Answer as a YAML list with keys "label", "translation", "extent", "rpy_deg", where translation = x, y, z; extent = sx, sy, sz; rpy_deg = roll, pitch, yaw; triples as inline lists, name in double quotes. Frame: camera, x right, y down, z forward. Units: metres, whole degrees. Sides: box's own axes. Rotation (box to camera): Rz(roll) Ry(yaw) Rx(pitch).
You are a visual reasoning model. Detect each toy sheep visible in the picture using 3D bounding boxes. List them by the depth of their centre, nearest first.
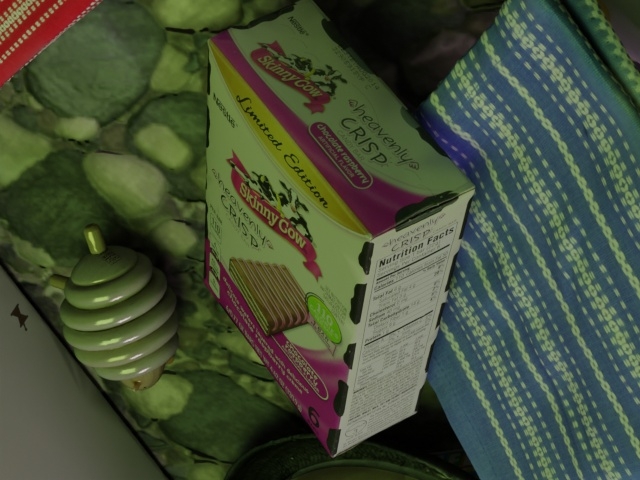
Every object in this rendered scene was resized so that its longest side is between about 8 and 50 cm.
- label: "toy sheep"
  translation: [-0.143, 0.048, 1.026]
  extent: [0.091, 0.091, 0.132]
  rpy_deg: [-7, 119, 26]

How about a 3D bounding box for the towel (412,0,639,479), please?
- label: "towel"
  translation: [0.108, 0.027, 0.778]
  extent: [0.243, 0.040, 0.336]
  rpy_deg: [62, 159, 7]

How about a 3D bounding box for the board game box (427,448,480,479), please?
- label: "board game box"
  translation: [0.122, 0.197, 1.078]
  extent: [0.154, 0.026, 0.103]
  rpy_deg: [-12, 121, 30]

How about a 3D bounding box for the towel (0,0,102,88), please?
- label: "towel"
  translation: [-0.242, -0.229, 0.875]
  extent: [0.199, 0.031, 0.275]
  rpy_deg: [-31, 112, 38]

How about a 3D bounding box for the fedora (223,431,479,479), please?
- label: "fedora"
  translation: [0.031, 0.293, 1.073]
  extent: [0.334, 0.152, 0.334]
  rpy_deg: [20, 139, 18]

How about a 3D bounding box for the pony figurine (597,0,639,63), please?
- label: "pony figurine"
  translation: [0.288, -0.036, 0.686]
  extent: [0.363, 0.303, 0.351]
  rpy_deg: [52, 140, -6]

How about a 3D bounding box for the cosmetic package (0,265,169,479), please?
- label: "cosmetic package"
  translation: [-0.278, 0.158, 1.095]
  extent: [0.155, 0.197, 0.365]
  rpy_deg: [-18, 120, 32]

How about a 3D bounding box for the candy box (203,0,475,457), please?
- label: "candy box"
  translation: [0.000, 0.000, 0.854]
  extent: [0.159, 0.071, 0.233]
  rpy_deg: [51, 154, 28]
